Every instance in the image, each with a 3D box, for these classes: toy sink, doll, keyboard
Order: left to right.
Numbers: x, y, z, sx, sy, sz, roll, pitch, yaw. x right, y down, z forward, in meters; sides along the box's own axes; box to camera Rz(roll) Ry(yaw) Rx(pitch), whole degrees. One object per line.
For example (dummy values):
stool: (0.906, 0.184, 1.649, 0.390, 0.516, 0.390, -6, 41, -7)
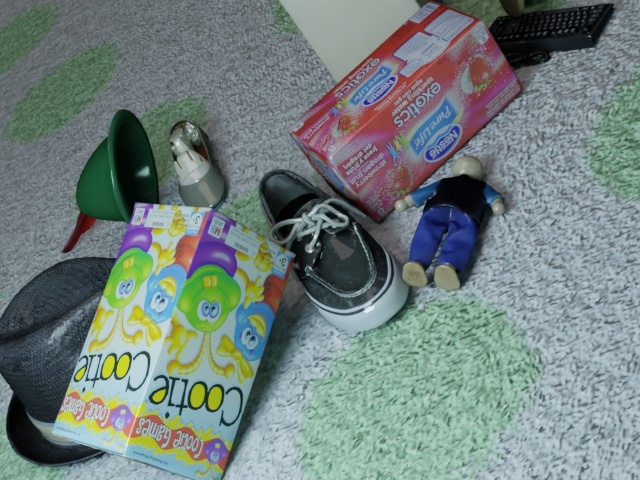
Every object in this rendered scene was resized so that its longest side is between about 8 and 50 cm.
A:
toy sink: (0.060, -0.313, 1.645, 0.153, 0.234, 0.131, -27, 35, 19)
doll: (0.145, -0.029, 1.391, 0.129, 0.046, 0.189, 6, 49, 24)
keyboard: (0.279, -0.264, 1.570, 0.180, 0.023, 0.108, 2, 51, 46)

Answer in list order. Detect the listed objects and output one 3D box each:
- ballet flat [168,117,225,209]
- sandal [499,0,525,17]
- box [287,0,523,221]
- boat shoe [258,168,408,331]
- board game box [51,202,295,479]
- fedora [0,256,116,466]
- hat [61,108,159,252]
ballet flat: (-0.192, -0.114, 1.799, 0.072, 0.068, 0.213, -34, 34, 8)
sandal: (0.265, -0.370, 1.658, 0.079, 0.088, 0.240, -18, 24, -3)
box: (0.105, -0.163, 1.523, 0.257, 0.122, 0.128, -43, 33, -6)
boat shoe: (0.003, -0.003, 1.446, 0.113, 0.105, 0.306, -36, 33, 4)
board game box: (-0.160, 0.113, 1.361, 0.142, 0.144, 0.275, 5, 72, 46)
fedora: (-0.295, 0.121, 1.541, 0.334, 0.152, 0.334, -25, 36, 20)
hat: (-0.347, -0.074, 1.778, 0.183, 0.208, 0.173, -8, 11, 14)
